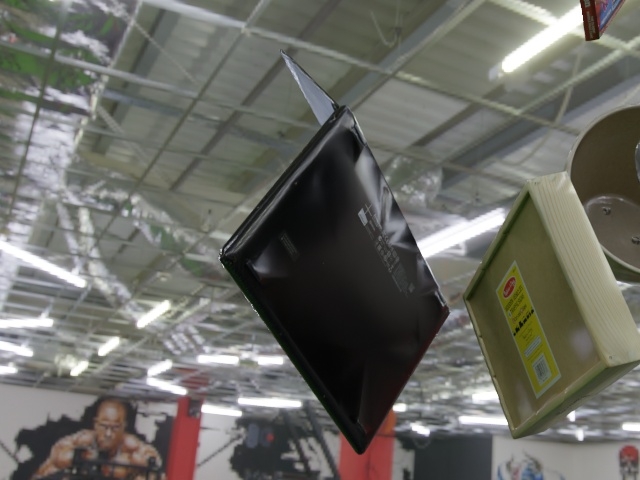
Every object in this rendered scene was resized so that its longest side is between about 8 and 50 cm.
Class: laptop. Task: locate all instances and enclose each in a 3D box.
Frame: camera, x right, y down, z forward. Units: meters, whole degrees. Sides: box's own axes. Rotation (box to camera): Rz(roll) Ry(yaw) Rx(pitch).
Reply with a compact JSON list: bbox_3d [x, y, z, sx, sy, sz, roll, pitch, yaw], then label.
[{"bbox_3d":[0.000,0.000,1.114,0.236,0.408,0.382,7,-41,42],"label":"laptop"}]

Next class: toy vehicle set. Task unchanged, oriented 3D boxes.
[{"bbox_3d":[0.200,0.074,0.739,0.035,0.166,0.267,-12,-24,-8],"label":"toy vehicle set"}]

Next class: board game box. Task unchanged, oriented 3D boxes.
[{"bbox_3d":[0.494,-0.462,1.389,0.027,0.281,0.145,-2,-60,34],"label":"board game box"}]

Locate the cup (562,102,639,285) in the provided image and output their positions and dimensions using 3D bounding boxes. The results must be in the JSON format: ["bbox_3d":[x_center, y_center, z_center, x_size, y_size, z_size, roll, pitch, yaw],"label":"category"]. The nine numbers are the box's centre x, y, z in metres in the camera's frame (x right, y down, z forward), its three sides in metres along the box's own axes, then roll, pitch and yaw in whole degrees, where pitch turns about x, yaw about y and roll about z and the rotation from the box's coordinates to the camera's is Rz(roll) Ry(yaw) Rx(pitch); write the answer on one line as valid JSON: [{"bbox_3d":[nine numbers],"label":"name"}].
[{"bbox_3d":[0.579,-0.049,1.470,0.331,0.331,0.237,6,-21,0],"label":"cup"}]

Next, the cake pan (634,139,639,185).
[{"bbox_3d":[0.459,-0.025,0.918,0.054,0.293,0.293,-30,-23,3],"label":"cake pan"}]
